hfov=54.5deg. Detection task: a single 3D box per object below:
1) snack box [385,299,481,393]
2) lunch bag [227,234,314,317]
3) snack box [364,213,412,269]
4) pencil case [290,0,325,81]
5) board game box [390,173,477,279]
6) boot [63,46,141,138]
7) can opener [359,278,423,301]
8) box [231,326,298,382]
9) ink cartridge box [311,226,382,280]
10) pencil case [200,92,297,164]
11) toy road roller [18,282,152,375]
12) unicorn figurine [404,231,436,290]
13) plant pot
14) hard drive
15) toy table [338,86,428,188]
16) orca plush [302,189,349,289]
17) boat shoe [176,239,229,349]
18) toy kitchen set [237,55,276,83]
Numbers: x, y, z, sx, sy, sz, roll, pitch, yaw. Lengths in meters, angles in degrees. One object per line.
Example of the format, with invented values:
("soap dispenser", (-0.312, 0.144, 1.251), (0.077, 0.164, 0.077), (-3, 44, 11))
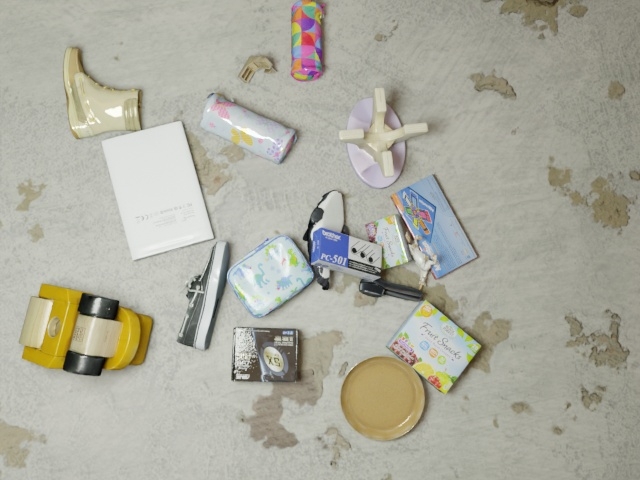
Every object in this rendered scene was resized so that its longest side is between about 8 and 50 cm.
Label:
("snack box", (0.319, 0.300, 1.768), (0.207, 0.070, 0.174), (40, 81, 0))
("lunch bag", (-0.141, 0.097, 1.744), (0.219, 0.090, 0.176), (-36, 88, -9))
("snack box", (0.195, 0.006, 1.790), (0.100, 0.037, 0.141), (-19, 83, 27))
("pencil case", (-0.038, -0.595, 1.846), (0.104, 0.104, 0.236), (3, 83, -5))
("board game box", (0.335, -0.041, 1.839), (0.145, 0.027, 0.281), (-27, 85, -10))
("boot", (-0.616, -0.428, 1.769), (0.203, 0.095, 0.262), (-8, 85, -6))
("can opener", (0.201, 0.143, 1.784), (0.186, 0.059, 0.073), (13, 64, -2))
("box", (-0.153, 0.314, 1.719), (0.180, 0.077, 0.147), (3, 83, -5))
("ink cartridge box", (0.074, 0.040, 1.711), (0.207, 0.046, 0.097), (17, 64, -27))
("pencil case", (-0.208, -0.321, 1.785), (0.273, 0.113, 0.124), (26, 37, 0))
("toy road roller", (-0.607, 0.245, 1.652), (0.329, 0.240, 0.203), (6, 80, 33))
("unicorn figurine", (0.289, 0.058, 1.792), (0.060, 0.111, 0.162), (-13, 65, -15))
("plant pot", (0.171, 0.438, 1.741), (0.236, 0.032, 0.236), (0, 90, 0))
("hard drive", (-0.462, -0.142, 1.769), (0.233, 0.047, 0.353), (-16, 85, -7))
("toy table", (0.168, -0.298, 1.793), (0.252, 0.161, 0.274), (-18, 85, -7))
("orca plush", (0.000, 0.000, 1.785), (0.151, 0.102, 0.287), (5, 79, -45))
("boat shoe", (-0.328, 0.143, 1.712), (0.104, 0.113, 0.306), (14, 97, 3))
("toy kitchen set", (-0.182, -0.493, 1.836), (0.068, 0.083, 0.075), (38, 78, -41))
